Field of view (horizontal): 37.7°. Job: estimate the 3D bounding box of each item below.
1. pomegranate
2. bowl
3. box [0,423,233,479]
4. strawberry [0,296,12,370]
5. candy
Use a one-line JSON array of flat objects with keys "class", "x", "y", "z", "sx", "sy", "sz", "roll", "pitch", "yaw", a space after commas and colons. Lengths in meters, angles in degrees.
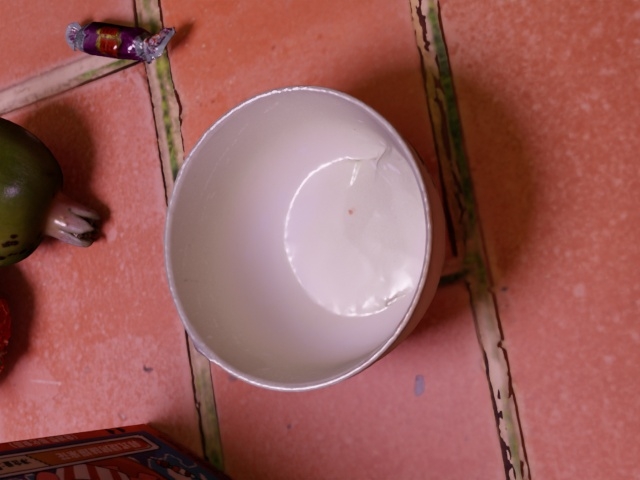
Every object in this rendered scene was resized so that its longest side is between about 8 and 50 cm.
[{"class": "pomegranate", "x": -0.356, "y": -0.046, "z": 1.079, "sx": 0.209, "sy": 0.180, "sz": 0.180, "roll": 20, "pitch": 97, "yaw": -3}, {"class": "bowl", "x": 0.000, "y": 0.000, "z": 0.891, "sx": 0.277, "sy": 0.145, "sz": 0.277, "roll": -1, "pitch": 88, "yaw": 28}, {"class": "box", "x": -0.205, "y": 0.362, "z": 0.859, "sx": 0.318, "sy": 0.348, "sz": 0.257, "roll": 30, "pitch": 100, "yaw": 27}, {"class": "strawberry", "x": -0.457, "y": 0.094, "z": 1.153, "sx": 0.188, "sy": 0.106, "sz": 0.286, "roll": -37, "pitch": 59, "yaw": 16}, {"class": "candy", "x": -0.233, "y": -0.232, "z": 1.087, "sx": 0.175, "sy": 0.043, "sz": 0.045, "roll": 14, "pitch": 95, "yaw": 31}]
